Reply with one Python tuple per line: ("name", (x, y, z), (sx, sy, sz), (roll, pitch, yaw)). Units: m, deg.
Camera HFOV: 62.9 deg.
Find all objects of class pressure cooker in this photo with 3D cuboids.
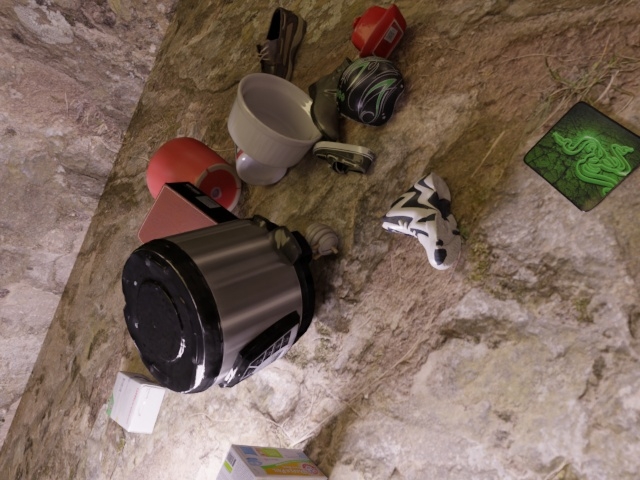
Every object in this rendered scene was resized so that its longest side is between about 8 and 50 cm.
("pressure cooker", (-0.217, 0.131, 1.284), (0.369, 0.420, 0.376), (8, 108, 40))

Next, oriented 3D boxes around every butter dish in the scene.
("butter dish", (0.138, -0.560, 1.407), (0.118, 0.160, 0.160), (41, 105, 18))

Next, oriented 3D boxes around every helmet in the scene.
("helmet", (0.129, -0.395, 1.358), (0.169, 0.169, 0.162), (57, 135, 47))

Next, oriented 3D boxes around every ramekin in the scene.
("ramekin", (-0.134, -0.341, 1.521), (0.135, 0.277, 0.277), (-50, 39, 41))

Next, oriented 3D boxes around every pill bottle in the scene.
("pill bottle", (-0.200, -0.330, 1.689), (0.161, 0.161, 0.283), (-37, 47, 31))

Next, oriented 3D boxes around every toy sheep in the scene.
("toy sheep", (0.000, 0.000, 1.351), (0.132, 0.091, 0.091), (41, 104, 36))

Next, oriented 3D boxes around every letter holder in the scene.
("letter holder", (-0.373, -0.007, 1.603), (0.301, 0.152, 0.214), (36, 105, 7))

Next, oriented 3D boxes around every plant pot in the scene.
("plant pot", (-0.421, -0.201, 1.815), (0.243, 0.275, 0.275), (28, 92, 40))

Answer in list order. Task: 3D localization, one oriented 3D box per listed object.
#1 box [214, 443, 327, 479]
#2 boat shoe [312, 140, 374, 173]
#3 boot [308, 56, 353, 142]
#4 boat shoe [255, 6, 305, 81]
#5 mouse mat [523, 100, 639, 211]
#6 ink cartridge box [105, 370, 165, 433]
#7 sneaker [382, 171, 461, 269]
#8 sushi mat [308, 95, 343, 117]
("box", (-0.104, 0.513, 1.108), (0.114, 0.203, 0.103), (25, 91, 50))
("boat shoe", (0.048, -0.220, 1.415), (0.219, 0.077, 0.070), (15, 82, 49))
("boot", (0.051, -0.407, 1.481), (0.161, 0.083, 0.247), (-31, 51, 28))
("boat shoe", (-0.170, -0.655, 1.848), (0.132, 0.130, 0.356), (1, 72, 49))
("mouse mat", (0.476, -0.157, 0.951), (0.153, 0.007, 0.190), (-49, 42, 19))
("ink cartridge box", (-0.631, 0.547, 1.783), (0.212, 0.093, 0.154), (1, 73, 51))
("sneaker", (0.205, -0.021, 1.121), (0.153, 0.094, 0.235), (-31, 50, 37))
("sushi mat", (0.014, -0.411, 1.600), (0.316, 0.019, 0.152), (-14, 62, 45))
